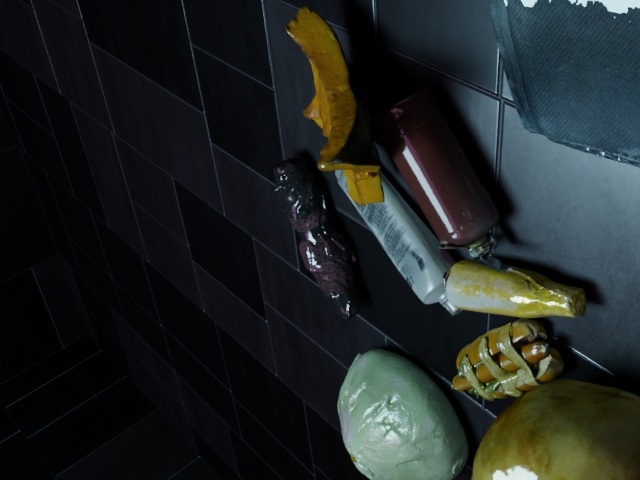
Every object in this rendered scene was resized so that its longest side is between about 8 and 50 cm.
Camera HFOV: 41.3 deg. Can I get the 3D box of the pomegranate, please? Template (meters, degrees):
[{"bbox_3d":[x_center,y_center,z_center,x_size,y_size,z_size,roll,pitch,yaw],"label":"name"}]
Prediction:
[{"bbox_3d":[0.348,0.352,1.118,0.332,0.332,0.333,40,147,32],"label":"pomegranate"}]

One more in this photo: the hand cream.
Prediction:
[{"bbox_3d":[0.128,-0.020,1.377,0.341,0.077,0.124,56,155,22],"label":"hand cream"}]

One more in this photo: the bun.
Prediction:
[{"bbox_3d":[0.128,0.362,1.620,0.293,0.187,0.293,42,149,34],"label":"bun"}]

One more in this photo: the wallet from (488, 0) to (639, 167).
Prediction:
[{"bbox_3d":[0.328,-0.167,0.841,0.342,0.075,0.237,27,155,46],"label":"wallet"}]

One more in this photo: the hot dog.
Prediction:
[{"bbox_3d":[0.280,0.193,1.318,0.109,0.072,0.269,57,152,7],"label":"hot dog"}]

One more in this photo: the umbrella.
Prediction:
[{"bbox_3d":[0.000,0.000,1.567,0.094,0.090,0.326,-3,116,56],"label":"umbrella"}]

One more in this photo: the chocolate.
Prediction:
[{"bbox_3d":[0.279,0.074,1.202,0.219,0.085,0.086,8,125,51],"label":"chocolate"}]

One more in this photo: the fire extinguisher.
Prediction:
[{"bbox_3d":[0.176,-0.074,1.185,0.269,0.104,0.105,61,153,-2],"label":"fire extinguisher"}]

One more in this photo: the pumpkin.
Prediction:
[{"bbox_3d":[0.028,-0.166,1.241,0.258,0.095,0.290,70,-177,-60],"label":"pumpkin"}]
